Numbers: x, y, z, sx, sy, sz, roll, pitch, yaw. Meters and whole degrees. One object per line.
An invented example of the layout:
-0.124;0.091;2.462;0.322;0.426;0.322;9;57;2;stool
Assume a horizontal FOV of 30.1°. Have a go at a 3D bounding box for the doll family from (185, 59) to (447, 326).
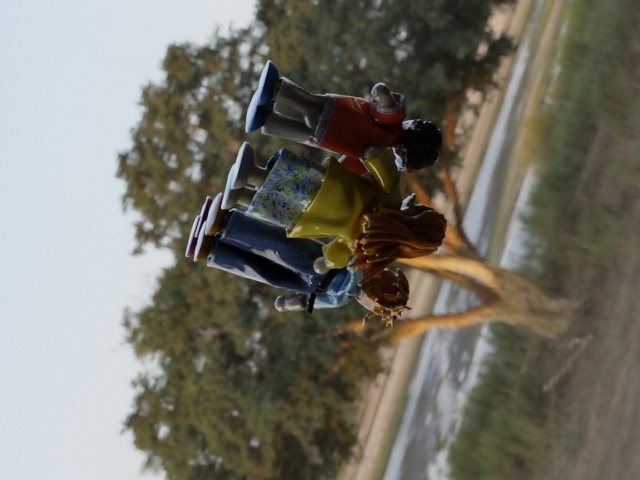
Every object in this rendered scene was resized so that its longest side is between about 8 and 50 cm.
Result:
0.000;0.000;0.871;0.263;0.163;0.118;122;161;-52;doll family
